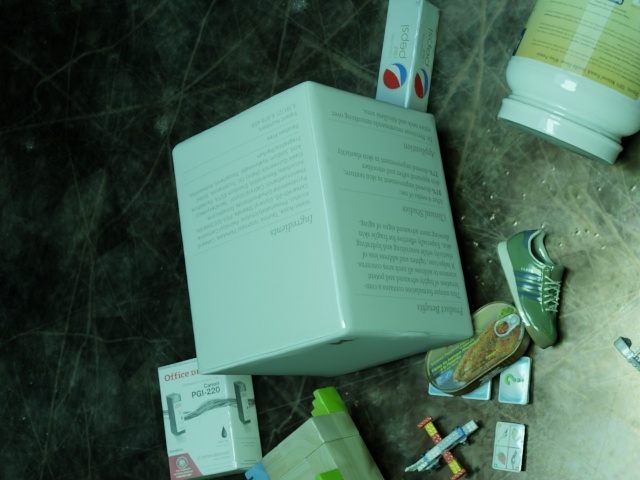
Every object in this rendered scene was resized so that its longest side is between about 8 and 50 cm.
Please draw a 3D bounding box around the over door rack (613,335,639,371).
[{"bbox_3d":[0.616,0.185,1.594,0.324,0.108,0.239,47,109,14],"label":"over door rack"}]

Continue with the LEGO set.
[{"bbox_3d":[0.240,0.302,1.826,0.183,0.060,0.244,2,81,33],"label":"LEGO set"}]

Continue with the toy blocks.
[{"bbox_3d":[0.001,0.480,1.894,0.261,0.191,0.381,-44,65,32],"label":"toy blocks"}]

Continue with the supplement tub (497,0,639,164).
[{"bbox_3d":[0.419,-0.294,1.706,0.228,0.228,0.316,27,97,32],"label":"supplement tub"}]

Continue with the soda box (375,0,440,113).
[{"bbox_3d":[0.151,-0.309,1.965,0.069,0.074,0.216,5,85,32],"label":"soda box"}]

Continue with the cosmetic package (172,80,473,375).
[{"bbox_3d":[0.000,0.000,1.832,0.327,0.329,0.393,-20,71,38],"label":"cosmetic package"}]

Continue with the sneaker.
[{"bbox_3d":[0.350,0.069,1.787,0.086,0.064,0.192,-32,64,29],"label":"sneaker"}]

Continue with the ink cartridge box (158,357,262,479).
[{"bbox_3d":[-0.204,0.325,2.077,0.159,0.092,0.217,-17,72,29],"label":"ink cartridge box"}]

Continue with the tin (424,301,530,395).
[{"bbox_3d":[0.255,0.177,1.831,0.190,0.040,0.106,-37,53,17],"label":"tin"}]
